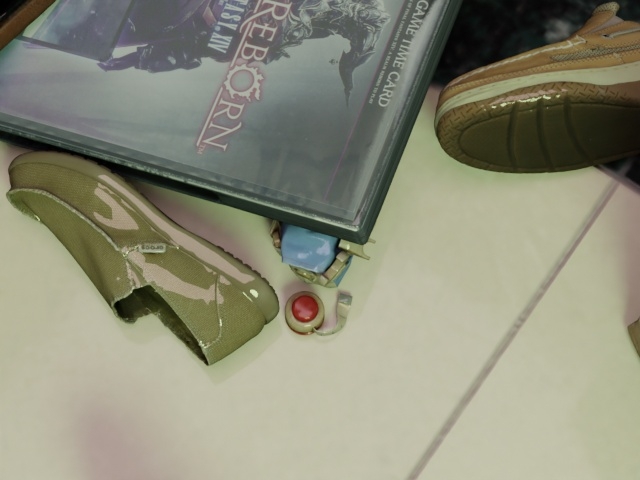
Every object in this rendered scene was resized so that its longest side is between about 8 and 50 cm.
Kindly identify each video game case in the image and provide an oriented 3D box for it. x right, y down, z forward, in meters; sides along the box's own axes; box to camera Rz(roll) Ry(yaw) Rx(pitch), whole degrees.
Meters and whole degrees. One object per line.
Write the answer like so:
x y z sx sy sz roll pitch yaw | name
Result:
-0.071 -0.123 0.824 0.274 0.026 0.196 16 72 19 | video game case

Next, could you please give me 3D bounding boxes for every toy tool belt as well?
0.000 0.000 0.800 0.052 0.051 0.083 15 73 5 | toy tool belt

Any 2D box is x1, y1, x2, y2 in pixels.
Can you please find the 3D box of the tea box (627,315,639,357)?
0.353 0.087 0.684 0.323 0.220 0.329 -22 73 -8 | tea box

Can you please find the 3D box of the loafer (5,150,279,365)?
-0.091 0.008 0.795 0.148 0.056 0.050 29 69 9 | loafer

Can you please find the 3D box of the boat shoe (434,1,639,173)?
0.143 -0.082 0.826 0.190 0.068 0.072 -7 60 -12 | boat shoe

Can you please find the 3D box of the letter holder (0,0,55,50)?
-0.280 -0.214 0.763 0.302 0.214 0.152 41 77 20 | letter holder
